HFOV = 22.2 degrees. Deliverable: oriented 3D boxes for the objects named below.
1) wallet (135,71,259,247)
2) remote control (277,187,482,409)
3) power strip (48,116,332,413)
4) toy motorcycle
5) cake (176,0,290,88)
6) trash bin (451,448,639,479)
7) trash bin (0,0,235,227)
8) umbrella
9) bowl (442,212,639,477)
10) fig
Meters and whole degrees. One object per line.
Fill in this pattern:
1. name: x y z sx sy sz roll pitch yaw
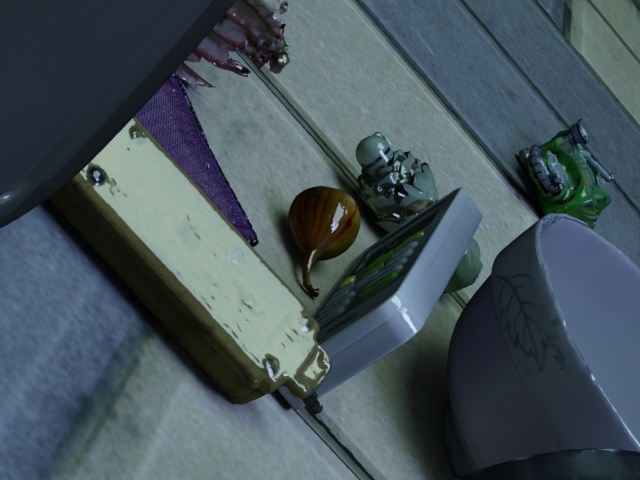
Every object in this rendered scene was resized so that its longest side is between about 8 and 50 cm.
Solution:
1. wallet: -0.106 -0.066 0.999 0.111 0.030 0.166 12 46 -59
2. remote control: 0.042 0.032 1.052 0.034 0.103 0.250 54 23 -5
3. power strip: -0.101 -0.017 0.901 0.305 0.044 0.064 48 47 -9
4. toy motorcycle: 0.254 -0.059 1.656 0.106 0.074 0.190 63 21 0
5. cake: -0.131 -0.205 1.067 0.287 0.098 0.135 40 25 -29
6. trash bin: 0.134 0.274 0.736 0.252 0.203 0.302 20 38 -37
7. trash bin: -0.198 -0.153 0.727 0.250 0.220 0.219 49 19 8
8. umbrella: 0.074 -0.022 1.254 0.143 0.062 0.067 54 53 -16
9. bowl: 0.187 0.136 1.129 0.287 0.143 0.287 43 25 -25
10. fig: 0.000 0.000 1.102 0.050 0.050 0.083 40 45 -30
